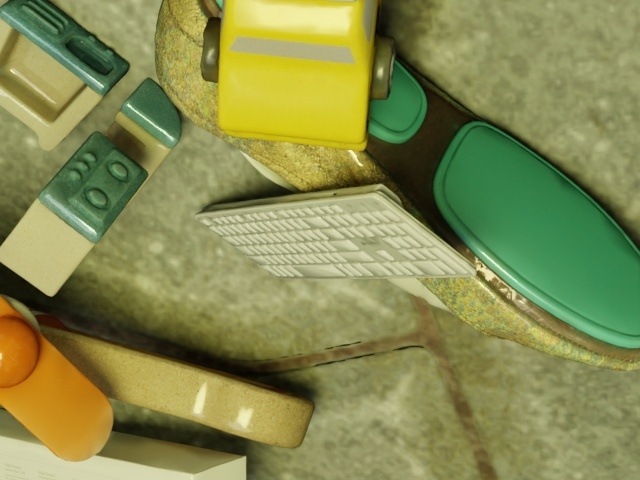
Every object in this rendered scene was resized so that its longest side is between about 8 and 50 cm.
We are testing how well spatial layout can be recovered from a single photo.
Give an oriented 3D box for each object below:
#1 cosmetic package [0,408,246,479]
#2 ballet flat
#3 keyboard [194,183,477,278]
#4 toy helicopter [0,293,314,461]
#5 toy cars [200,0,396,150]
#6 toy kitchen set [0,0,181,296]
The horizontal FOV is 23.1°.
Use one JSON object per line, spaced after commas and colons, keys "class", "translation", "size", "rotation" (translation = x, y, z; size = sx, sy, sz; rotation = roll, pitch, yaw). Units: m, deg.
{"class": "cosmetic package", "translation": [-0.157, 0.179, 1.060], "size": [0.239, 0.060, 0.099], "rotation": [6, 102, 36]}
{"class": "ballet flat", "translation": [0.045, -0.034, 0.918], "size": [0.348, 0.123, 0.123], "rotation": [39, 121, -5]}
{"class": "keyboard", "translation": [0.000, 0.000, 0.901], "size": [0.072, 0.014, 0.256], "rotation": [43, 162, -18]}
{"class": "toy helicopter", "translation": [-0.168, 0.067, 0.984], "size": [0.355, 0.235, 0.140], "rotation": [17, 84, -13]}
{"class": "toy cars", "translation": [0.066, -0.203, 0.768], "size": [0.394, 0.087, 0.176], "rotation": [-43, 96, 13]}
{"class": "toy kitchen set", "translation": [-0.180, -0.100, 0.909], "size": [0.207, 0.166, 0.122], "rotation": [37, 121, -6]}
